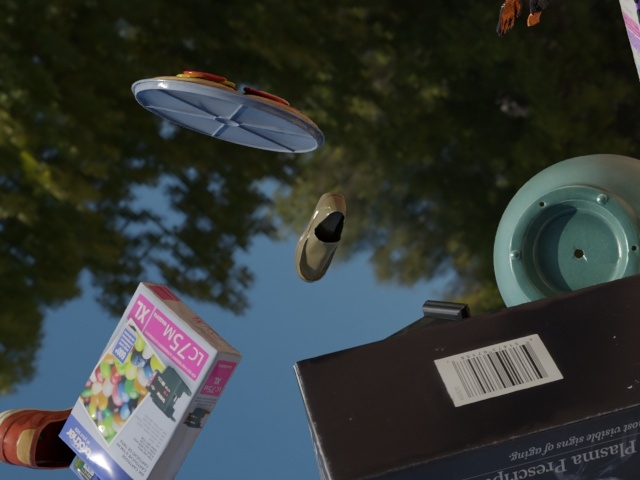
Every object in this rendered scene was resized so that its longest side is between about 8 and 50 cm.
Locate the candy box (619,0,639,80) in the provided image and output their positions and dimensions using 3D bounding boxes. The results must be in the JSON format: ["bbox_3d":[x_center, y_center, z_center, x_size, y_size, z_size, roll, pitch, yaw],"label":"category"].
[{"bbox_3d":[0.468,-0.293,1.785,0.070,0.164,0.196,-114,0,-55],"label":"candy box"}]

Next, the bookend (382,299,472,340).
[{"bbox_3d":[0.102,0.167,1.504,0.072,0.156,0.157,2,115,57],"label":"bookend"}]

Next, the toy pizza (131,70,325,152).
[{"bbox_3d":[-0.090,-0.134,1.433,0.201,0.032,0.201,14,171,2],"label":"toy pizza"}]

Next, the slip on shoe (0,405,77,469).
[{"bbox_3d":[-0.389,0.324,2.326,0.101,0.123,0.331,13,-176,36],"label":"slip on shoe"}]

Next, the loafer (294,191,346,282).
[{"bbox_3d":[0.000,0.000,2.123,0.056,0.148,0.050,12,-160,-13],"label":"loafer"}]

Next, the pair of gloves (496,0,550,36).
[{"bbox_3d":[0.239,-0.272,1.654,0.083,0.074,0.010,-25,-124,-30],"label":"pair of gloves"}]

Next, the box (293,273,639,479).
[{"bbox_3d":[0.180,0.236,1.260,0.179,0.343,0.313,-112,8,-58],"label":"box"}]

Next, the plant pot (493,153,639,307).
[{"bbox_3d":[0.358,0.020,1.896,0.293,0.293,0.196,48,-167,18],"label":"plant pot"}]

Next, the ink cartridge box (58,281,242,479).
[{"bbox_3d":[-0.250,0.236,1.969,0.186,0.311,0.065,38,-164,36],"label":"ink cartridge box"}]
